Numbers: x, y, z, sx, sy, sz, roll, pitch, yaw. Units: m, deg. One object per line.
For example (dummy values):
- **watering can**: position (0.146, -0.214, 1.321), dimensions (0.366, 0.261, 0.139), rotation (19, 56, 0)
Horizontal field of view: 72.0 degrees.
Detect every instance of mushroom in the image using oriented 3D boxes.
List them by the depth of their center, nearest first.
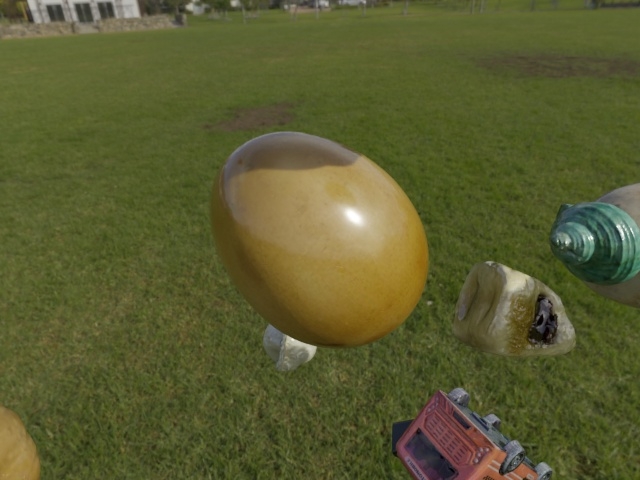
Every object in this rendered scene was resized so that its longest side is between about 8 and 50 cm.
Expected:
- **mushroom**: position (0.733, 0.028, 1.000), dimensions (0.298, 0.290, 0.297), rotation (-13, 60, 24)

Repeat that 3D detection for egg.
- **egg**: position (0.000, 0.000, 0.584), dimensions (0.250, 0.322, 0.250), rotation (-33, 27, 19)

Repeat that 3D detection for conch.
- **conch**: position (0.505, 0.000, 0.832), dimensions (0.202, 0.134, 0.196), rotation (25, 12, -40)

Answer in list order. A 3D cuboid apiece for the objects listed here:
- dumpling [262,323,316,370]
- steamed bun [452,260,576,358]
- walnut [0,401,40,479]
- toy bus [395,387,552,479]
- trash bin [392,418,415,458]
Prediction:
- **dumpling**: position (-0.079, 0.244, 1.190), dimensions (0.142, 0.172, 0.247), rotation (4, 13, 11)
- **steamed bun**: position (0.310, 0.121, 0.691), dimensions (0.155, 0.140, 0.172), rotation (20, 1, -1)
- **walnut**: position (-0.478, 0.311, 0.467), dimensions (0.277, 0.252, 0.313), rotation (-10, 27, 35)
- **toy bus**: position (0.380, 0.545, 1.076), dimensions (0.233, 0.427, 0.203), rotation (-48, 39, -1)
- **trash bin**: position (0.373, 0.651, 1.438), dimensions (0.225, 0.165, 0.115), rotation (-33, 30, 33)
